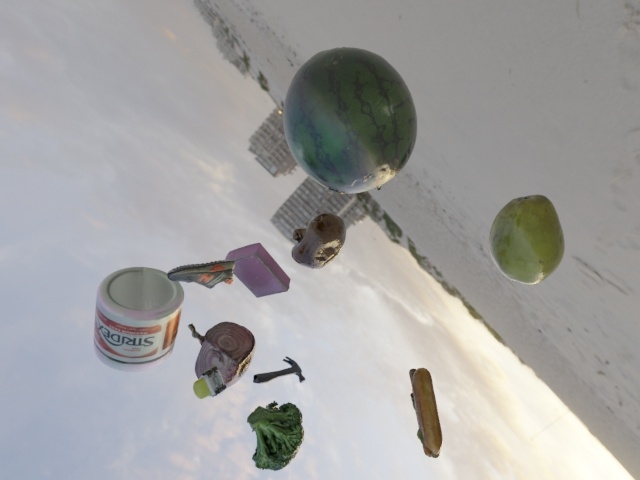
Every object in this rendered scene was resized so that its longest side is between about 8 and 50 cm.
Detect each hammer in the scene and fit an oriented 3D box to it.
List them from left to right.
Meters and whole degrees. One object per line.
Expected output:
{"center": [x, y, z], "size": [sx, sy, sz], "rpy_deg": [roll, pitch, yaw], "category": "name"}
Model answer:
{"center": [-0.196, 0.607, 1.940], "size": [0.290, 0.037, 0.137], "rpy_deg": [8, -141, -50], "category": "hammer"}

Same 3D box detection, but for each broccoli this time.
{"center": [-0.184, 0.774, 1.697], "size": [0.241, 0.269, 0.261], "rpy_deg": [54, 154, -21], "category": "broccoli"}

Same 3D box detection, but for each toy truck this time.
{"center": [-0.320, 0.411, 1.209], "size": [0.076, 0.077, 0.111], "rpy_deg": [62, 180, 7], "category": "toy truck"}

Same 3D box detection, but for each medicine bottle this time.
{"center": [-0.579, 0.245, 1.352], "size": [0.252, 0.241, 0.252], "rpy_deg": [15, -150, -9], "category": "medicine bottle"}

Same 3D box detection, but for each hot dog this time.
{"center": [0.295, 0.481, 1.202], "size": [0.100, 0.068, 0.249], "rpy_deg": [80, -173, -45], "category": "hot dog"}

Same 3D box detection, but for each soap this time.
{"center": [-0.270, 0.135, 1.846], "size": [0.259, 0.181, 0.081], "rpy_deg": [53, -147, -35], "category": "soap"}

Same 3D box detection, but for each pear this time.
{"center": [0.728, -0.005, 1.501], "size": [0.253, 0.253, 0.307], "rpy_deg": [-72, -28, -74], "category": "pear"}

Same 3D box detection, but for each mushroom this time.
{"center": [0.005, 0.011, 1.487], "size": [0.194, 0.231, 0.138], "rpy_deg": [4, -136, -30], "category": "mushroom"}

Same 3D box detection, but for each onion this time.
{"center": [-0.406, 0.500, 1.800], "size": [0.256, 0.230, 0.272], "rpy_deg": [-4, -149, -44], "category": "onion"}

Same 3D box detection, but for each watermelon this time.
{"center": [0.074, -0.291, 1.060], "size": [0.363, 0.363, 0.363], "rpy_deg": [41, -165, -13], "category": "watermelon"}

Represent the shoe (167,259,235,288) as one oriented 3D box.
{"center": [-0.338, 0.104, 1.222], "size": [0.194, 0.077, 0.074], "rpy_deg": [-8, -174, -32], "category": "shoe"}
